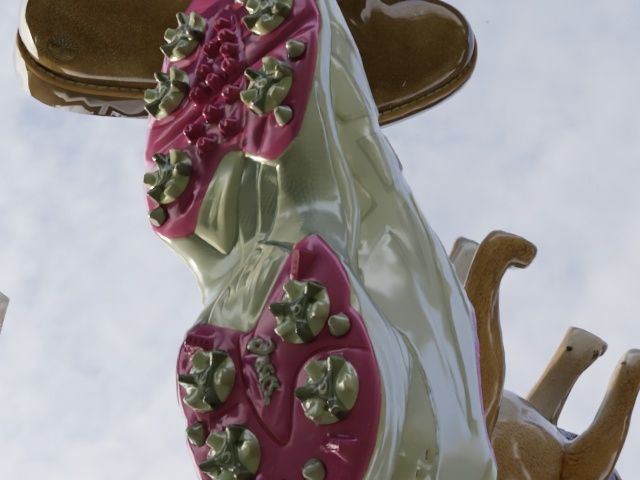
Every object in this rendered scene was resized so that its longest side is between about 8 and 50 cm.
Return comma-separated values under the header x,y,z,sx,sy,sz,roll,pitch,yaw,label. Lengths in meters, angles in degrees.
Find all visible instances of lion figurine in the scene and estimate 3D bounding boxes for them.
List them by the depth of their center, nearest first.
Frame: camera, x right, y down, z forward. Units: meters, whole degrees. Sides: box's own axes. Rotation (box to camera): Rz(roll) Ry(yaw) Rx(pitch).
x,y,z,sx,sy,sz,roll,pitch,yaw,label
0.114,0.145,0.975,0.392,0.142,0.240,35,-98,-38,lion figurine

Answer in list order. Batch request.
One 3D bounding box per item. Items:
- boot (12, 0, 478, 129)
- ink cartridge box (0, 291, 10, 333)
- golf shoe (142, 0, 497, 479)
x,y,z,sx,sy,sz,roll,pitch,yaw,label
-0.034,-0.139,0.904,0.305,0.115,0.112,-1,-126,-17,boot
-0.359,0.143,1.029,0.114,0.198,0.273,31,-67,32,ink cartridge box
0.000,0.000,0.656,0.115,0.140,0.306,-30,-129,31,golf shoe
